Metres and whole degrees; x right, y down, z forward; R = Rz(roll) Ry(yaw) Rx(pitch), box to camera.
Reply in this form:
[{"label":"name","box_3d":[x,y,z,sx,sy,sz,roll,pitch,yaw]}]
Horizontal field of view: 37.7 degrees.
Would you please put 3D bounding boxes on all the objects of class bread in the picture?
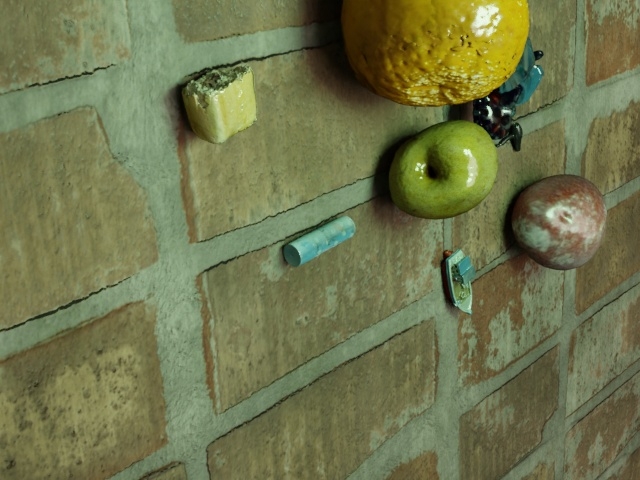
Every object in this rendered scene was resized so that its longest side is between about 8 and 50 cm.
[{"label":"bread","box_3d":[-0.163,-0.220,1.516,0.125,0.082,0.106,-41,140,-45]}]

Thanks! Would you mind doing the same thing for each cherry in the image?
[{"label":"cherry","box_3d":[0.594,-0.045,2.316,0.285,0.213,0.236,4,78,-29]}]

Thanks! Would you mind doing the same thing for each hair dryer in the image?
[{"label":"hair dryer","box_3d":[0.448,-0.234,2.236,0.083,0.031,0.079,-32,134,-21]}]

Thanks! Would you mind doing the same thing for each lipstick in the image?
[{"label":"lipstick","box_3d":[0.000,0.000,1.790,0.158,0.048,0.048,-28,122,-40]}]

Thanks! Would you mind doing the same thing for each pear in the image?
[{"label":"pear","box_3d":[0.252,-0.140,1.906,0.188,0.228,0.211,64,23,9]}]

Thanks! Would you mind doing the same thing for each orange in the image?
[{"label":"orange","box_3d":[0.201,-0.402,1.676,0.340,0.340,0.293,16,67,-49]}]

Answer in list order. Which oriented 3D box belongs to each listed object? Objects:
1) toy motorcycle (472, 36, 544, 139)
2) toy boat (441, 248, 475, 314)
[{"label":"toy motorcycle","box_3d":[0.364,-0.427,1.986,0.232,0.172,0.416,-36,118,-43]},{"label":"toy boat","box_3d":[0.325,0.099,2.174,0.069,0.059,0.173,-37,127,-35]}]
